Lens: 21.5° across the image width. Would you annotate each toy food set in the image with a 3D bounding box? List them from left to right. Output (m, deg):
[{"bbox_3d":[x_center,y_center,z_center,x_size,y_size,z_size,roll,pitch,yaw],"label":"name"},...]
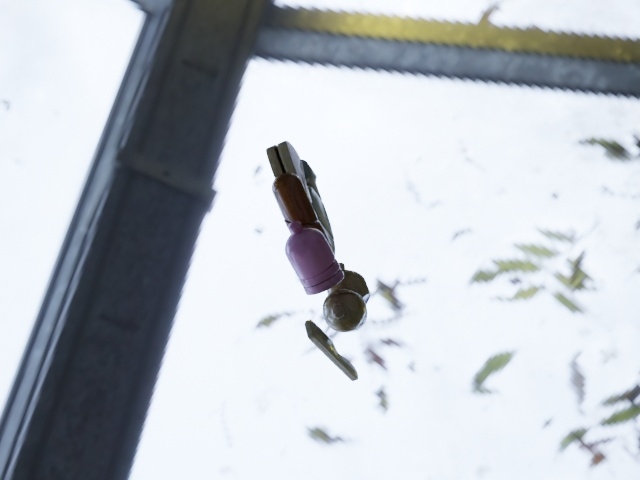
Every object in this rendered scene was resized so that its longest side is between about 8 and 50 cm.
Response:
[{"bbox_3d":[0.000,0.000,0.777,0.019,0.078,0.122,-23,-122,13],"label":"toy food set"}]
